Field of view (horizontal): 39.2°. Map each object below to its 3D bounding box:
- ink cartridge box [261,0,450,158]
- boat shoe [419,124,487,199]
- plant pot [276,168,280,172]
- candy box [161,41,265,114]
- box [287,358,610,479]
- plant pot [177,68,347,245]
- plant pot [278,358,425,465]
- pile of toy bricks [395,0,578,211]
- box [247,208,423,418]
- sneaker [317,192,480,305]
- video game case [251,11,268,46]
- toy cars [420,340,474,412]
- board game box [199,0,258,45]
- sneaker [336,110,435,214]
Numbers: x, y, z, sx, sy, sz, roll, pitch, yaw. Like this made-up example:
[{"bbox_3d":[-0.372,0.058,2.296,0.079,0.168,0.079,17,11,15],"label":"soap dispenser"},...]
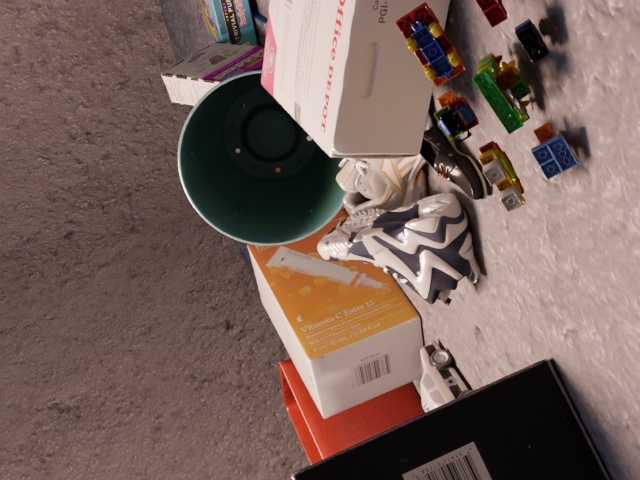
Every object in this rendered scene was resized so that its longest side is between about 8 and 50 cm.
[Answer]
[{"bbox_3d":[0.029,-0.239,1.072,0.283,0.117,0.207,-128,41,-56],"label":"ink cartridge box"},{"bbox_3d":[0.158,-0.091,1.095,0.049,0.042,0.133,83,161,-47],"label":"boat shoe"},{"bbox_3d":[-0.131,-0.124,2.097,0.205,0.205,0.188,61,152,33],"label":"plant pot"},{"bbox_3d":[-0.181,-0.324,1.773,0.233,0.159,0.071,18,135,44],"label":"candy box"},{"bbox_3d":[0.142,0.321,1.162,0.312,0.343,0.179,105,141,-73],"label":"box"},{"bbox_3d":[-0.090,-0.165,1.565,0.235,0.293,0.293,-98,-10,-72],"label":"plant pot"},{"bbox_3d":[0.077,0.366,1.855,0.267,0.236,0.267,91,156,-61],"label":"plant pot"},{"bbox_3d":[0.166,-0.146,0.847,0.212,0.118,0.105,55,-158,-16],"label":"pile of toy bricks"},{"bbox_3d":[0.026,0.129,1.708,0.345,0.215,0.168,-124,16,-47],"label":"box"},{"bbox_3d":[0.114,0.032,1.228,0.153,0.235,0.094,60,-144,-19],"label":"sneaker"},{"bbox_3d":[-0.108,-0.391,1.891,0.119,0.015,0.166,-130,21,-59],"label":"video game case"},{"bbox_3d":[0.236,0.357,1.453,0.176,0.087,0.393,137,111,-78],"label":"toy cars"},{"bbox_3d":[-0.220,-0.553,1.912,0.253,0.079,0.336,-116,11,-45],"label":"board game box"},{"bbox_3d":[0.080,-0.116,1.212,0.262,0.121,0.099,85,161,-53],"label":"sneaker"}]
